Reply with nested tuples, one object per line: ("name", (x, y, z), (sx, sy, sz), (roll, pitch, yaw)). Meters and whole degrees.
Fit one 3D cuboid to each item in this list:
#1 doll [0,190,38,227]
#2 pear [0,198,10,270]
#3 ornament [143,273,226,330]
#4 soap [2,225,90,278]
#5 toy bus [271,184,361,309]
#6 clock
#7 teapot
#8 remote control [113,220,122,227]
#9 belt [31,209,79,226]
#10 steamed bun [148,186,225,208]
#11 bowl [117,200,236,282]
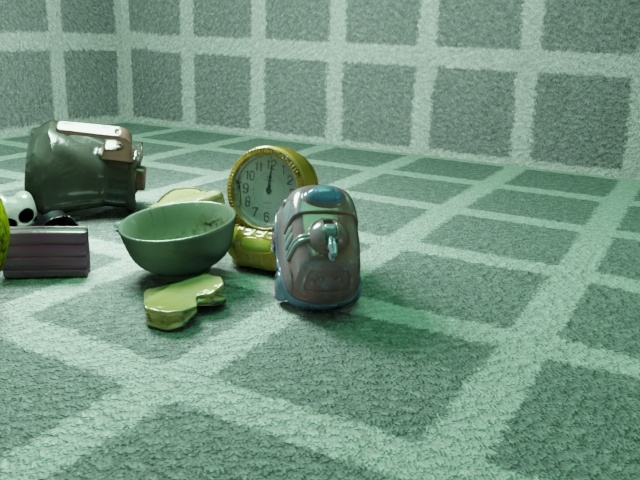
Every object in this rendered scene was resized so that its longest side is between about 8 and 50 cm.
("doll", (-0.940, -0.087, 2.093), (0.180, 0.110, 0.107), (-6, 58, -28))
("pear", (-0.848, -0.020, 1.473), (0.390, 0.392, 0.391), (2, 17, 0))
("ornament", (-0.319, 0.129, 1.530), (0.180, 0.059, 0.201), (7, 19, 28))
("soap", (-0.668, 0.027, 1.716), (0.202, 0.122, 0.065), (0, 17, -9))
("toy bus", (0.000, 0.000, 1.579), (0.197, 0.232, 0.294), (2, 54, -10))
("clock", (-0.119, -0.087, 1.822), (0.244, 0.317, 0.200), (7, 11, 20))
("teapot", (-0.737, -0.241, 2.237), (0.361, 0.376, 0.306), (4, 58, -17))
("remote control", (-0.549, -0.053, 2.152), (0.061, 0.029, 0.162), (19, 23, 39))
("belt", (-0.713, -0.017, 1.874), (0.058, 0.105, 0.140), (23, 52, 42))
("steamed bun", (-0.401, -0.092, 2.167), (0.212, 0.111, 0.231), (-1, 21, 17))
("bowl", (-0.343, 0.013, 1.733), (0.289, 0.146, 0.289), (-3, 21, 1))
